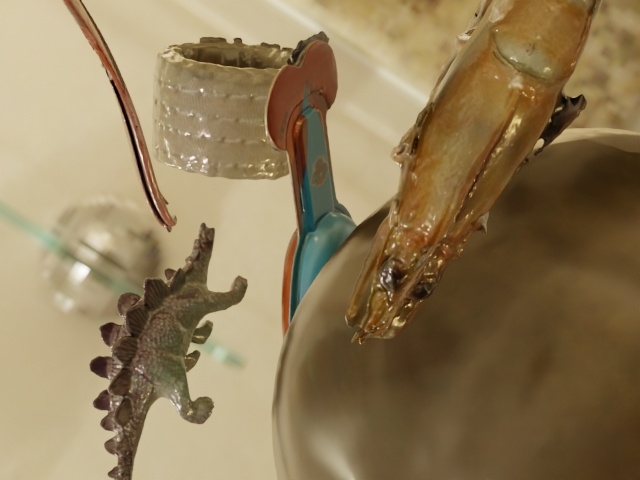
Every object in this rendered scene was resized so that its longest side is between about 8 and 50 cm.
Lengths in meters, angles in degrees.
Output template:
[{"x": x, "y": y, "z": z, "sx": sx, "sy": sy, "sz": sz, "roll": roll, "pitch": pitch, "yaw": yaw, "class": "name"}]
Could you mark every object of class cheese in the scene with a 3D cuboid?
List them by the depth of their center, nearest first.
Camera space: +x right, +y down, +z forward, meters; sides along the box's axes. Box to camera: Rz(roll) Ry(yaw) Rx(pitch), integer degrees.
[{"x": 0.000, "y": 0.000, "z": 1.145, "sx": 0.037, "sy": 0.106, "sz": 0.256, "roll": 7, "pitch": 121, "yaw": 27, "class": "cheese"}]

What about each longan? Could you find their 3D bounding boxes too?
[{"x": 0.125, "y": 0.093, "z": 1.022, "sx": 0.319, "sy": 0.319, "sz": 0.319, "roll": 33, "pitch": 178, "yaw": 2, "class": "longan"}]

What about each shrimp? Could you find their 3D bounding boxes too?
[{"x": 0.044, "y": -0.041, "z": 0.617, "sx": 0.045, "sy": 0.162, "sz": 0.095, "roll": 29, "pitch": 180, "yaw": -26, "class": "shrimp"}]

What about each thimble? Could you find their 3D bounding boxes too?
[{"x": -0.070, "y": -0.100, "z": 1.413, "sx": 0.115, "sy": 0.090, "sz": 0.102, "roll": 4, "pitch": -163, "yaw": 0, "class": "thimble"}]

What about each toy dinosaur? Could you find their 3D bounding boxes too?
[{"x": -0.105, "y": 0.083, "z": 1.177, "sx": 0.082, "sy": 0.208, "sz": 0.039, "roll": 24, "pitch": 162, "yaw": -34, "class": "toy dinosaur"}]

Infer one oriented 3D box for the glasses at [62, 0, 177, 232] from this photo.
[{"x": -0.207, "y": -0.063, "z": 0.849, "sx": 0.268, "sy": 0.234, "sz": 0.118, "roll": 55, "pitch": -168, "yaw": -63, "class": "glasses"}]
